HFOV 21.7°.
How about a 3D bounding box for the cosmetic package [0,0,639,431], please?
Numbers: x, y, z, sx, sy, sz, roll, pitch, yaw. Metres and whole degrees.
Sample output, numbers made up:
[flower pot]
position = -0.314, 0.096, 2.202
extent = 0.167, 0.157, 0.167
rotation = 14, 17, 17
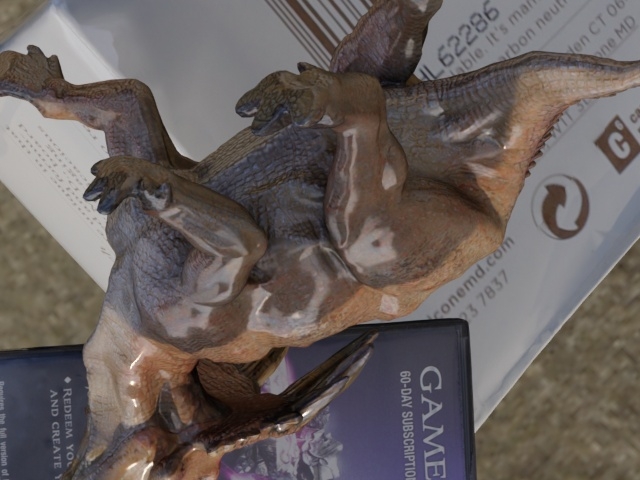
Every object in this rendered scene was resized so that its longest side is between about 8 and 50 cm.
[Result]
[cosmetic package]
position = 0.002, -0.099, 1.078
extent = 0.327, 0.329, 0.394
rotation = 49, 163, -13

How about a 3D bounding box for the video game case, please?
[video game case]
position = -0.059, 0.140, 0.732
extent = 0.026, 0.274, 0.196
rotation = -179, 87, -70

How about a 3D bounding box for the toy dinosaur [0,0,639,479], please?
[toy dinosaur]
position = 0.000, 0.000, 0.633
extent = 0.296, 0.127, 0.200
rotation = -24, 130, 16
